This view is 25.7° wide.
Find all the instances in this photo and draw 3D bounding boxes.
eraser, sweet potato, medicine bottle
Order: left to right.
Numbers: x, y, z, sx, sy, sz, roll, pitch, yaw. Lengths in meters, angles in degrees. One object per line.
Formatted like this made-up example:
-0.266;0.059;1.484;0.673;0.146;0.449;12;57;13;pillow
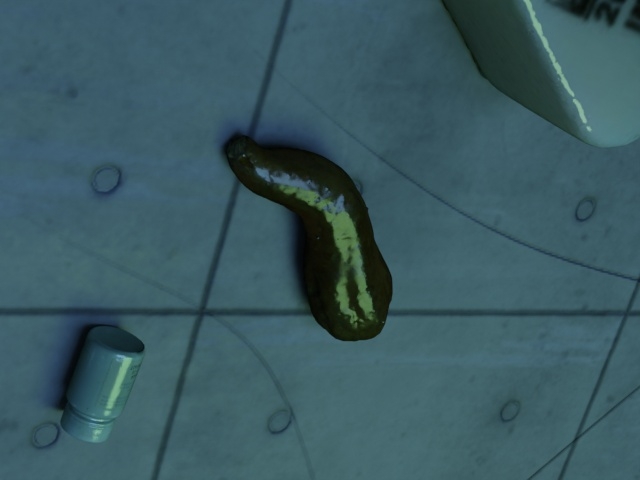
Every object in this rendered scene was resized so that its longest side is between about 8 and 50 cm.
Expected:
-0.170;0.111;1.091;0.047;0.047;0.083;9;112;-37;medicine bottle
0.004;-0.005;1.135;0.081;0.062;0.233;-36;128;-10;sweet potato
0.205;-0.230;1.077;0.331;0.150;0.331;-17;127;-25;eraser
